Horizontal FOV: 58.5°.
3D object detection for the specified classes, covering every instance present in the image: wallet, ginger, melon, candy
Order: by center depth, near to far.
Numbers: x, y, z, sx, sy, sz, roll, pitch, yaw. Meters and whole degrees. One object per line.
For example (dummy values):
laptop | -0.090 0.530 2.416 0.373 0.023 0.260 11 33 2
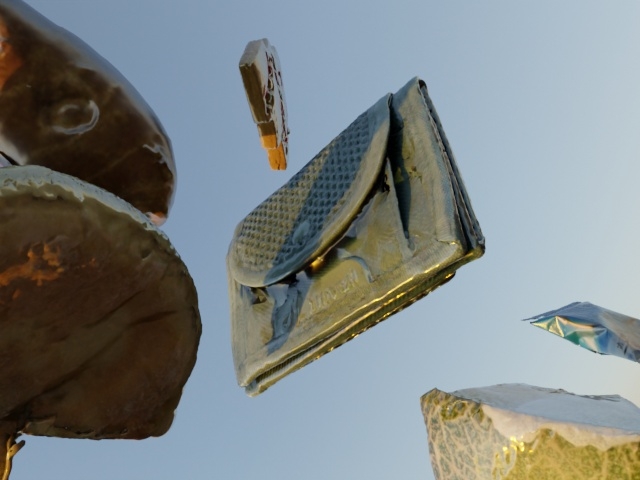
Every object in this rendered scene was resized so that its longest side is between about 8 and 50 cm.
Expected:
melon | 0.130 0.151 0.401 0.093 0.139 0.202 -34 -23 -56
candy | 0.275 0.088 0.547 0.088 0.136 0.038 -7 -75 -32
wallet | 0.000 0.000 0.626 0.075 0.237 0.342 23 -46 -35
ginger | -0.339 -0.173 0.695 0.418 0.254 0.176 41 -90 -10

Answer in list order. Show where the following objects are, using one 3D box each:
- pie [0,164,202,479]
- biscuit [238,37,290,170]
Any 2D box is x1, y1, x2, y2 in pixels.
pie | -0.238 0.087 0.433 0.338 0.075 0.337 -20 -59 -37
biscuit | -0.078 -0.223 0.877 0.239 0.041 0.212 42 -136 -82
